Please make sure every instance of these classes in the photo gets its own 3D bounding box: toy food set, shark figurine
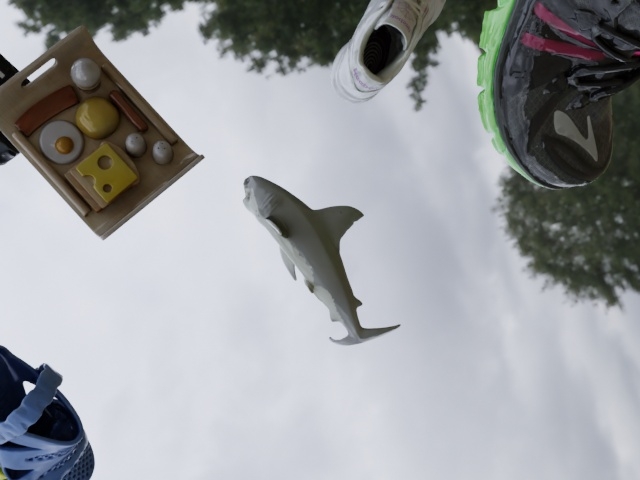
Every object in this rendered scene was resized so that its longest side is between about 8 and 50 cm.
[{"bbox_3d":[-0.373,-0.177,1.514,0.306,0.219,0.092,47,167,3],"label":"toy food set"},{"bbox_3d":[0.017,0.020,1.134,0.278,0.116,0.166,55,172,-7],"label":"shark figurine"}]

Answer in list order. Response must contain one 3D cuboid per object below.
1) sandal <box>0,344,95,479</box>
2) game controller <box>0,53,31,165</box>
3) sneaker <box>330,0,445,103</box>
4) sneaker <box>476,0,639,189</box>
[{"bbox_3d":[-0.364,0.245,1.184,0.317,0.138,0.126,71,-145,-49],"label":"sandal"},{"bbox_3d":[-0.613,-0.265,1.596,0.167,0.067,0.319,-58,-36,-13],"label":"game controller"},{"bbox_3d":[0.131,-0.344,1.388,0.114,0.305,0.152,29,174,-12],"label":"sneaker"},{"bbox_3d":[0.287,-0.225,0.947,0.185,0.202,0.483,-42,-36,-27],"label":"sneaker"}]
